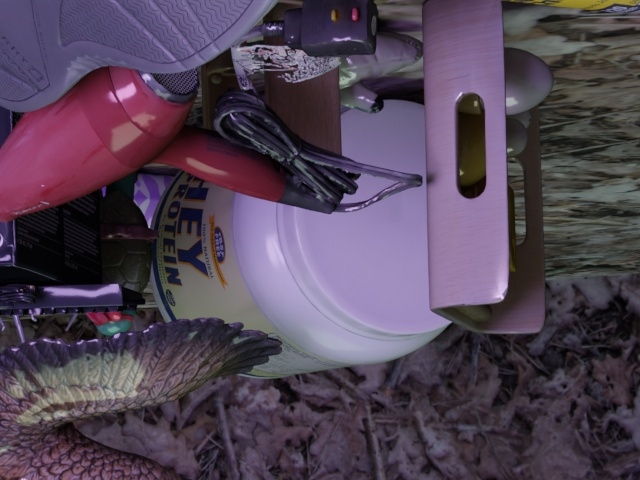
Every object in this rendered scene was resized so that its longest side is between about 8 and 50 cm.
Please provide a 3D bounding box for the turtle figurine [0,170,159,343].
[{"bbox_3d":[-0.199,-0.001,1.646,0.118,0.234,0.175,-4,172,25],"label":"turtle figurine"}]

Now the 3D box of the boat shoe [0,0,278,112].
[{"bbox_3d":[-0.107,-0.154,1.039,0.118,0.103,0.320,49,148,-16],"label":"boat shoe"}]

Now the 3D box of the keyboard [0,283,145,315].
[{"bbox_3d":[-0.230,0.047,1.403,0.180,0.023,0.108,-3,173,9],"label":"keyboard"}]

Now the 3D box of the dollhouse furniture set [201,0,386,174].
[{"bbox_3d":[-0.019,-0.113,1.241,0.144,0.123,0.151,2,172,-27],"label":"dollhouse furniture set"}]

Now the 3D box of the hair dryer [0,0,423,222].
[{"bbox_3d":[-0.086,-0.053,1.219,0.294,0.080,0.223,-6,142,6],"label":"hair dryer"}]

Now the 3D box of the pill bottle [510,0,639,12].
[{"bbox_3d":[0.089,-0.169,0.912,0.184,0.103,0.103,2,172,-28],"label":"pill bottle"}]

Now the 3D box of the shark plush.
[{"bbox_3d":[-0.006,-0.131,1.399,0.161,0.073,0.067,-9,-159,19],"label":"shark plush"}]

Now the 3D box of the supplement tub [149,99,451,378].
[{"bbox_3d":[0.000,0.000,1.694,0.235,0.235,0.325,2,172,-25],"label":"supplement tub"}]

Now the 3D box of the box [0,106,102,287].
[{"bbox_3d":[-0.241,-0.056,1.409,0.103,0.184,0.261,-1,173,7],"label":"box"}]

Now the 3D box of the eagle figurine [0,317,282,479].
[{"bbox_3d":[-0.198,0.147,1.489,0.298,0.225,0.226,16,152,15],"label":"eagle figurine"}]

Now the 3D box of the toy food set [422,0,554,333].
[{"bbox_3d":[0.140,-0.048,1.413,0.092,0.219,0.306,-3,172,12],"label":"toy food set"}]

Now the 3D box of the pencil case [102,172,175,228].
[{"bbox_3d":[-0.202,-0.030,2.005,0.206,0.088,0.086,1,174,-24],"label":"pencil case"}]
